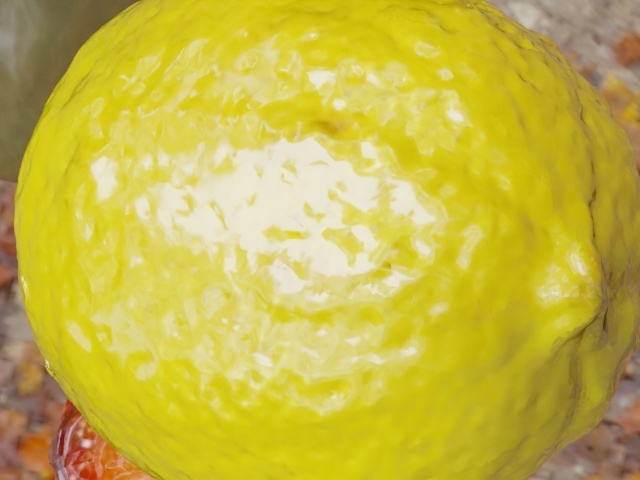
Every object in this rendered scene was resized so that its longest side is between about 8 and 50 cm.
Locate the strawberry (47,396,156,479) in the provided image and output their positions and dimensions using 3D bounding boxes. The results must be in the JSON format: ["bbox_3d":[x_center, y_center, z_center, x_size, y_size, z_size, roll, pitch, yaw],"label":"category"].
[{"bbox_3d":[-0.054,0.134,0.948,0.175,0.107,0.236,40,62,20],"label":"strawberry"}]

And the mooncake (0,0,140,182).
[{"bbox_3d":[-0.323,-0.237,1.575,0.467,0.467,0.262,29,122,29],"label":"mooncake"}]

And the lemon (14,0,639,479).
[{"bbox_3d":[0.002,-0.001,0.595,0.193,0.180,0.180,-22,69,41],"label":"lemon"}]
